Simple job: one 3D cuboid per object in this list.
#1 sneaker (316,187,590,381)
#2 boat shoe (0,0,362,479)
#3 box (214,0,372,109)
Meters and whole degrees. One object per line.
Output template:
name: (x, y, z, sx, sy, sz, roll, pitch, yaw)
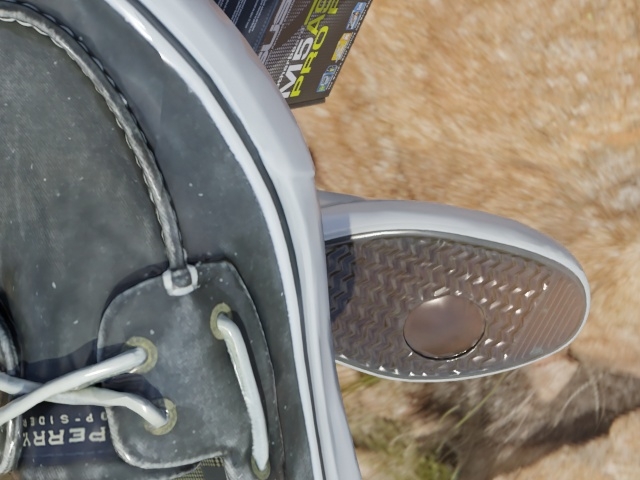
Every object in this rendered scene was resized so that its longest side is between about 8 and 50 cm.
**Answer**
sneaker: (0.000, 0.000, 0.776, 0.290, 0.123, 0.106, 5, 123, -1)
boat shoe: (-0.058, 0.048, 0.490, 0.121, 0.119, 0.335, -7, 118, 26)
box: (0.000, -0.224, 1.036, 0.060, 0.216, 0.270, 29, 107, 12)
